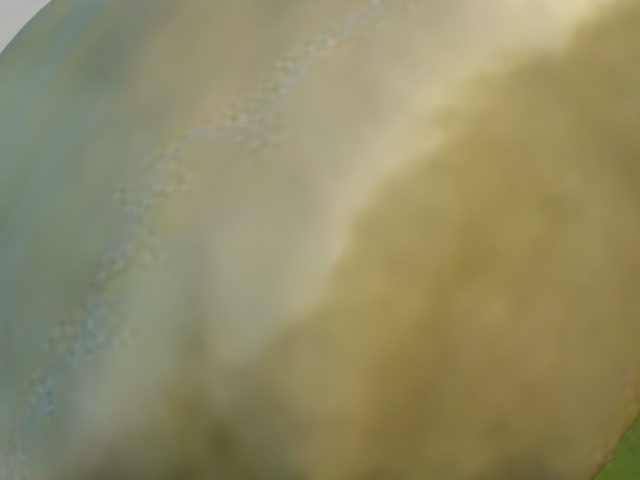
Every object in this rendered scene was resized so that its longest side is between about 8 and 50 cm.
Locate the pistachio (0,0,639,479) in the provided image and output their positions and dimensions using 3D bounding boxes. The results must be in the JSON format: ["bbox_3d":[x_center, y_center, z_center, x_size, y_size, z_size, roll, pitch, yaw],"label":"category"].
[{"bbox_3d":[0.000,0.000,0.626,0.321,0.238,0.229,-43,2,-9],"label":"pistachio"}]
